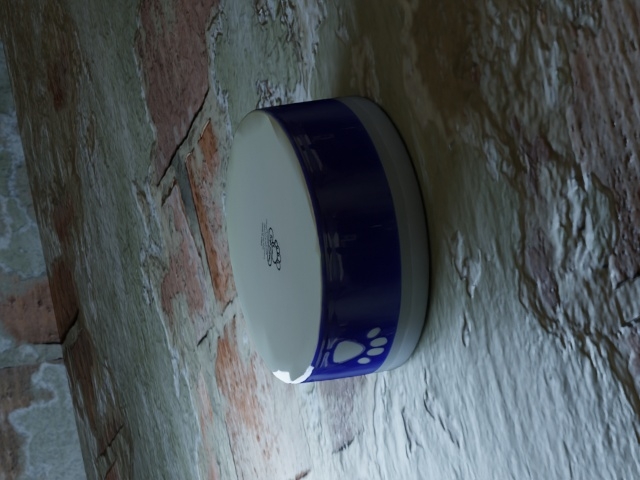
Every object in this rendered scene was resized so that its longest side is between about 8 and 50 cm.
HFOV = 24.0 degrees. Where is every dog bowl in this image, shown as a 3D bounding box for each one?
[{"bbox_3d":[0.000,0.000,1.421,0.265,0.104,0.264,172,90,-70],"label":"dog bowl"}]
